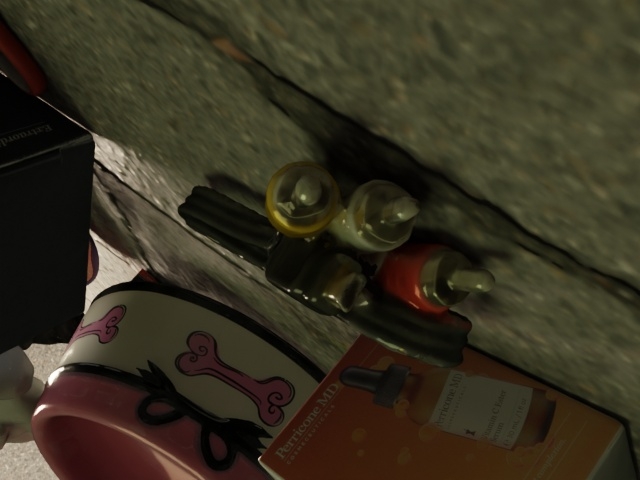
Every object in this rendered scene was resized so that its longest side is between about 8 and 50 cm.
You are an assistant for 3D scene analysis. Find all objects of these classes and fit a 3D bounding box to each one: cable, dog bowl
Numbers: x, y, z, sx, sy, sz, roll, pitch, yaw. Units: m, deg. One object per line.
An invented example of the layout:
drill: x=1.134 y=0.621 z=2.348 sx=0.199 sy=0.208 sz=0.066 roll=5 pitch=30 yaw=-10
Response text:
cable: x=0.000 y=0.000 z=0.469 sx=0.139 sy=0.072 sz=0.287 roll=30 pitch=178 yaw=-20
dog bowl: x=-0.138 y=0.244 z=0.883 sx=0.407 sy=0.150 sz=0.408 roll=21 pitch=140 yaw=19

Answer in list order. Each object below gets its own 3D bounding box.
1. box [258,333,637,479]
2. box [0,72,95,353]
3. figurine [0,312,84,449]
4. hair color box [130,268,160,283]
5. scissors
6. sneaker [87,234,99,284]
box: x=0.074 y=0.140 z=0.466 sx=0.170 sy=0.130 sz=0.091 roll=23 pitch=154 yaw=41
box: x=-0.446 y=-0.054 z=0.716 sx=0.395 sy=0.293 sz=0.212 roll=33 pitch=129 yaw=25
figurine: x=-0.344 y=0.116 z=0.918 sx=0.092 sy=0.215 sz=0.209 roll=10 pitch=147 yaw=-7
hair color box: x=-0.222 y=0.092 z=1.063 sx=0.072 sy=0.043 sz=0.141 roll=40 pitch=162 yaw=4
scissors: x=-0.269 y=-0.201 z=0.558 sx=0.109 sy=0.021 sz=0.297 roll=39 pitch=162 yaw=15
sneaker: x=-0.354 y=-0.026 z=0.961 sx=0.131 sy=0.112 sz=0.296 roll=24 pitch=155 yaw=41
